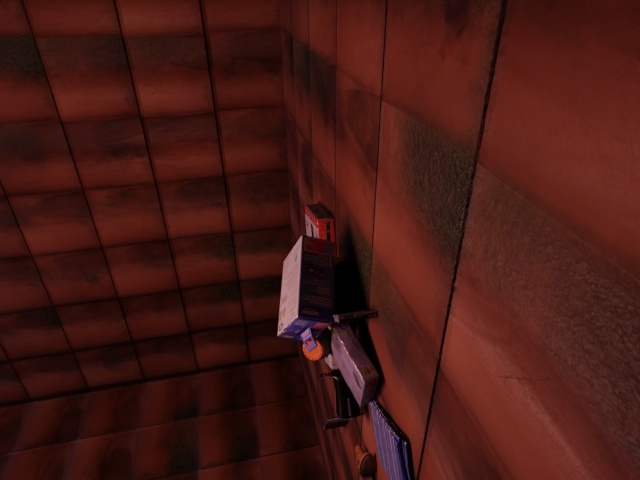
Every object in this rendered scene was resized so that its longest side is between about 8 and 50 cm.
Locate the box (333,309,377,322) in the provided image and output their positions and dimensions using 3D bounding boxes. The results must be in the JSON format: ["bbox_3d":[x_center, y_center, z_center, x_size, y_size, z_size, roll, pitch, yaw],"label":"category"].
[{"bbox_3d":[0.119,0.261,1.492,0.094,0.137,0.027,140,123,-78],"label":"box"}]

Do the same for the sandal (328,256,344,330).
[{"bbox_3d":[0.031,0.216,1.817,0.138,0.126,0.317,18,107,40],"label":"sandal"}]

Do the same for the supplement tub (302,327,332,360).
[{"bbox_3d":[0.009,0.429,1.825,0.190,0.117,0.117,-14,-82,-63],"label":"supplement tub"}]

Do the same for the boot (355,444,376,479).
[{"bbox_3d":[0.179,0.914,1.803,0.152,0.073,0.197,-110,19,-66],"label":"boot"}]

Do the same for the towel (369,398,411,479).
[{"bbox_3d":[0.239,0.707,1.455,0.336,0.040,0.243,-172,74,-81],"label":"towel"}]

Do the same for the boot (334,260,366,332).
[{"bbox_3d":[0.098,0.232,1.703,0.207,0.094,0.246,108,147,-59],"label":"boot"}]

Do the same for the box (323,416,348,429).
[{"bbox_3d":[0.080,0.942,2.234,0.162,0.116,0.029,100,162,-56],"label":"box"}]

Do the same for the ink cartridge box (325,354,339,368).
[{"bbox_3d":[0.085,0.524,1.936,0.150,0.109,0.063,158,107,-79],"label":"ink cartridge box"}]

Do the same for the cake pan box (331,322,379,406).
[{"bbox_3d":[0.119,0.461,1.630,0.267,0.070,0.245,57,158,37],"label":"cake pan box"}]

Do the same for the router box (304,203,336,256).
[{"bbox_3d":[0.000,0.000,2.120,0.335,0.082,0.301,-128,32,-70],"label":"router box"}]

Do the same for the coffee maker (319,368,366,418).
[{"bbox_3d":[0.096,0.630,1.783,0.120,0.171,0.178,-9,-86,-73],"label":"coffee maker"}]

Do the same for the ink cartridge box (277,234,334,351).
[{"bbox_3d":[-0.058,0.220,1.671,0.270,0.151,0.395,128,151,-57],"label":"ink cartridge box"}]
